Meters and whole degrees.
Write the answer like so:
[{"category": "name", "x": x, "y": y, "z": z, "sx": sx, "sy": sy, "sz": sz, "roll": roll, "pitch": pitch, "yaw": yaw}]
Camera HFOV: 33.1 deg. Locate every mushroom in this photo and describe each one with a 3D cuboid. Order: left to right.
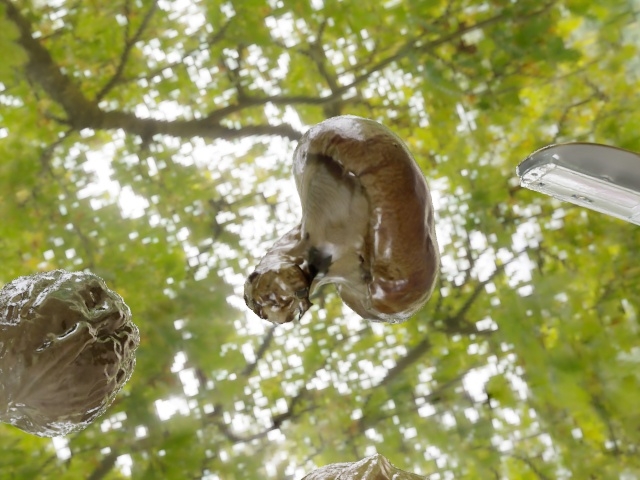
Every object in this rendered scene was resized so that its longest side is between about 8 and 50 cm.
[{"category": "mushroom", "x": 0.027, "y": -0.025, "z": 1.307, "sx": 0.255, "sy": 0.267, "sz": 0.267, "roll": 8, "pitch": -124, "yaw": -29}]

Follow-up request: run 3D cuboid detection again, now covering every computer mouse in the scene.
[{"category": "computer mouse", "x": 0.304, "y": -0.060, "z": 1.125, "sx": 0.102, "sy": 0.199, "sz": 0.044, "roll": 131, "pitch": 154, "yaw": -69}]

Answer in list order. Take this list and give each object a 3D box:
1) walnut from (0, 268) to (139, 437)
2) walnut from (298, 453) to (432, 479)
[{"category": "walnut", "x": -0.291, "y": 0.123, "z": 1.163, "sx": 0.230, "sy": 0.178, "sz": 0.178, "roll": -68, "pitch": -43, "yaw": -70}, {"category": "walnut", "x": 0.058, "y": 0.449, "z": 1.422, "sx": 0.333, "sy": 0.333, "sz": 0.332, "roll": -19, "pitch": -90, "yaw": -74}]
